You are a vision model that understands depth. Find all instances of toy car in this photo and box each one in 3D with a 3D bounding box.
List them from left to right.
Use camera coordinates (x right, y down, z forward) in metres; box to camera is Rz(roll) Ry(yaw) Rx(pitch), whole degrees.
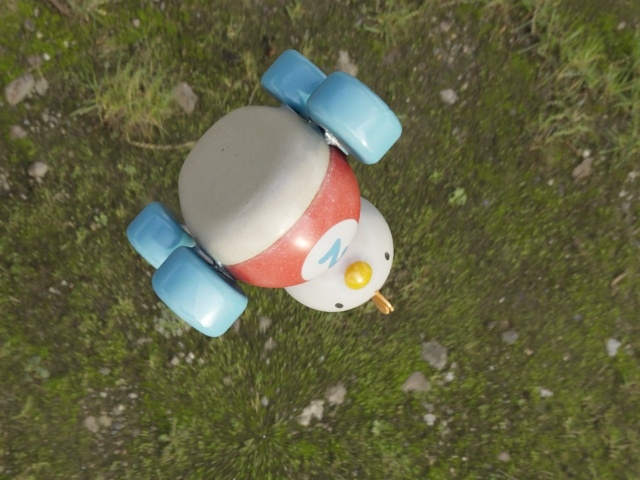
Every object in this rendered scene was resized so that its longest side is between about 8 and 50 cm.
[{"bbox_3d":[0.000,0.000,0.719,0.219,0.210,0.238,-49,121,1],"label":"toy car"}]
